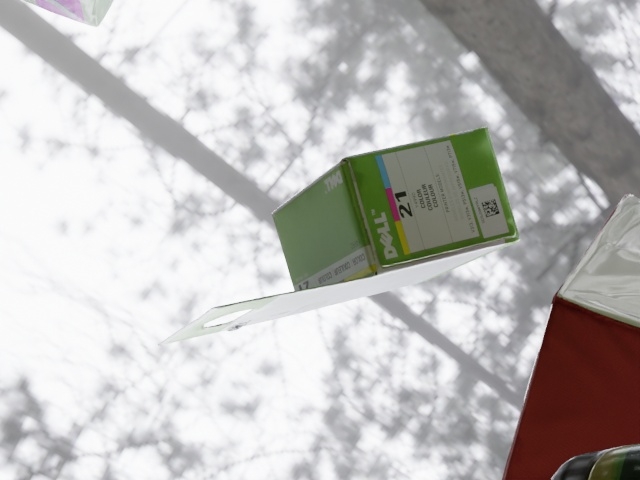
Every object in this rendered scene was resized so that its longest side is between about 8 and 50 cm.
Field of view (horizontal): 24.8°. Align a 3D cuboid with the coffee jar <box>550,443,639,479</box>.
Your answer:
[{"bbox_3d":[0.181,0.115,0.587,0.184,0.096,0.079,-18,-108,47],"label":"coffee jar"}]

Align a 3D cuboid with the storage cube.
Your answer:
[{"bbox_3d":[0.249,0.109,1.011,0.183,0.193,0.215,21,-147,18],"label":"storage cube"}]

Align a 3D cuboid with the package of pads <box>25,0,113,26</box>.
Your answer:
[{"bbox_3d":[-0.278,-0.298,1.144,0.229,0.296,0.101,22,-106,7],"label":"package of pads"}]

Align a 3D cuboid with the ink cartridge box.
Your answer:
[{"bbox_3d":[0.000,0.000,1.158,0.189,0.255,0.097,148,-72,-68],"label":"ink cartridge box"}]
